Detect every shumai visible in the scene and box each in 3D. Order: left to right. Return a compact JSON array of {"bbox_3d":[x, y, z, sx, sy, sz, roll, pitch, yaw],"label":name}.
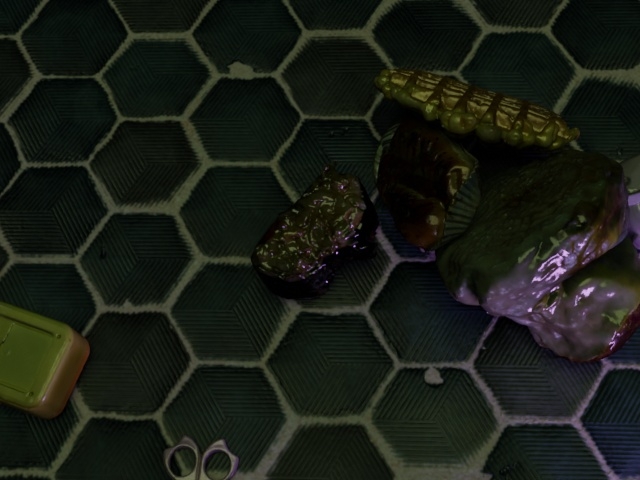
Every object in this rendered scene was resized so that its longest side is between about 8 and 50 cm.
[{"bbox_3d":[0.344,0.044,1.366,0.309,0.304,0.263,-37,105,-6],"label":"shumai"}]

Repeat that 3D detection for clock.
[{"bbox_3d":[-0.463,0.171,1.387,0.202,0.096,0.143,18,74,11],"label":"clock"}]

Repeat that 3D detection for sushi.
[{"bbox_3d":[0.000,0.000,1.414,0.212,0.115,0.147,-42,72,-13],"label":"sushi"}]

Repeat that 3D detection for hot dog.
[{"bbox_3d":[0.149,-0.094,1.387,0.163,0.082,0.270,-59,29,18],"label":"hot dog"}]

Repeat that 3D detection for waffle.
[{"bbox_3d":[0.234,-0.202,1.426,0.300,0.281,0.058,28,112,31],"label":"waffle"}]

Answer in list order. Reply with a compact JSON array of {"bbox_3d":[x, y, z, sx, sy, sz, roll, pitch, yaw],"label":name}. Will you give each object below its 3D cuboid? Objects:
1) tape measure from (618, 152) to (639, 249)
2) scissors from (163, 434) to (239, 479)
[{"bbox_3d":[0.547,-0.065,1.407,0.236,0.120,0.197,-29,71,-2],"label":"tape measure"},{"bbox_3d":[-0.180,0.385,1.328,0.110,0.021,0.212,4,69,2],"label":"scissors"}]
